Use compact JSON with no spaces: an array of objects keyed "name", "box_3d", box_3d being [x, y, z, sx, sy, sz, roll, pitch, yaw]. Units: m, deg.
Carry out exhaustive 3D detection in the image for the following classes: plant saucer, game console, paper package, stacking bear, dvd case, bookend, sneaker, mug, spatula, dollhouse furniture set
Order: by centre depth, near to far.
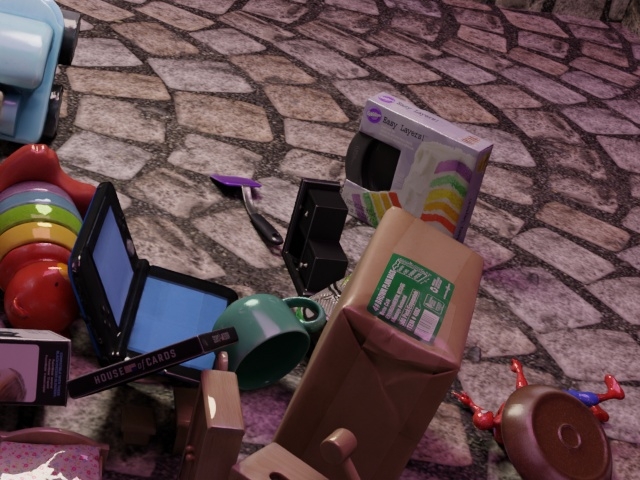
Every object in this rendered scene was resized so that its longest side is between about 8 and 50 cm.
[{"name":"dollhouse furniture set","box_3d":[-0.286,0.232,1.493,0.356,0.173,0.303,9,27,-14]},{"name":"dvd case","box_3d":[-0.213,0.158,1.622,0.179,0.029,0.239,-20,-3,5]},{"name":"paper package","box_3d":[0.076,0.162,1.663,0.168,0.309,0.325,26,28,2]},{"name":"plant saucer","box_3d":[0.351,0.290,1.781,0.199,0.036,0.198,18,49,-22]},{"name":"mug","box_3d":[-0.084,0.138,1.808,0.158,0.129,0.097,-10,50,-38]},{"name":"stacking bear","box_3d":[-0.418,0.024,1.843,0.175,0.164,0.289,45,18,-40]},{"name":"game console","box_3d":[-0.243,0.061,1.858,0.173,0.250,0.293,-11,27,6]},{"name":"sneaker","box_3d":[0.080,0.078,1.996,0.134,0.146,0.343,37,33,15]},{"name":"bookend","box_3d":[0.000,0.000,2.109,0.072,0.156,0.157,6,29,-19]},{"name":"spatula","box_3d":[-0.126,-0.064,2.300,0.084,0.030,0.296,2,29,-26]}]

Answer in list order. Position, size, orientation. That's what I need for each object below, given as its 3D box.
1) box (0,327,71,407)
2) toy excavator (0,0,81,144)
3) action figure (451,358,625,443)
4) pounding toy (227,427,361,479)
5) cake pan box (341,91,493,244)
[{"name":"box","box_3d":[-0.474,0.155,1.558,0.290,0.087,0.169,5,-2,-21]},{"name":"toy excavator","box_3d":[-0.579,-0.258,2.177,0.222,0.432,0.445,12,-1,-8]},{"name":"action figure","box_3d":[0.322,0.236,1.904,0.280,0.091,0.139,-6,42,-38]},{"name":"pounding toy","box_3d":[-0.020,0.315,1.439,0.181,0.206,0.094,31,30,26]},{"name":"cake pan box","box_3d":[0.173,-0.122,2.336,0.267,0.245,0.070,29,29,24]}]
